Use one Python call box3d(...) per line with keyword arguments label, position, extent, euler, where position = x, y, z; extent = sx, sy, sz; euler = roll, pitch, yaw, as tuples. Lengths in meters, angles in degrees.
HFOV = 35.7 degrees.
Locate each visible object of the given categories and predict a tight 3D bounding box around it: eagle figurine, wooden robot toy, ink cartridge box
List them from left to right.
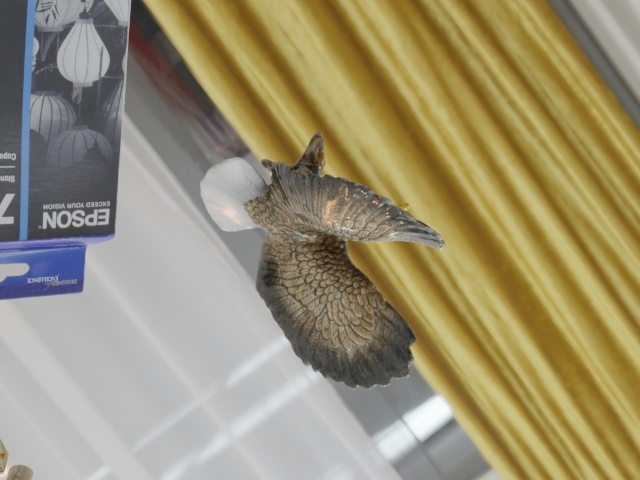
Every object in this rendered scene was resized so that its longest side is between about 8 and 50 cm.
box3d(label="wooden robot toy", position=(-0.344, 0.301, 1.075), extent=(0.079, 0.076, 0.173), euler=(-96, -168, -55))
box3d(label="ink cartridge box", position=(-0.242, -0.099, 0.792), extent=(0.165, 0.333, 0.065), euler=(-6, -160, -37))
box3d(label="eagle figurine", position=(0.010, -0.005, 1.155), extent=(0.225, 0.226, 0.298), euler=(-37, -146, 10))
